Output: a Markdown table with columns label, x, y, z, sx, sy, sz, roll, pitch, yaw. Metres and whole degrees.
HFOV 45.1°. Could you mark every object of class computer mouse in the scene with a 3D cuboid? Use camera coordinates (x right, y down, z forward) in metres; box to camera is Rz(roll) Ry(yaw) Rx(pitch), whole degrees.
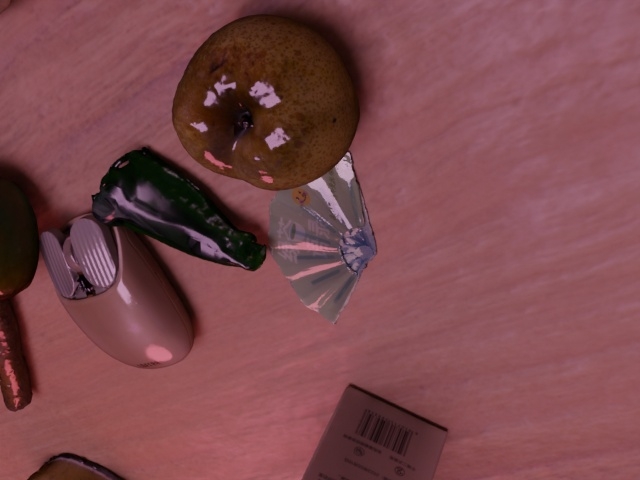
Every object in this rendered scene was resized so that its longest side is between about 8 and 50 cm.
| label | x | y | z | sx | sy | sz | roll | pitch | yaw |
| --- | --- | --- | --- | --- | --- | --- | --- | --- | --- |
| computer mouse | -0.260 | 0.073 | 0.988 | 0.145 | 0.082 | 0.236 | -12 | 118 | 32 |

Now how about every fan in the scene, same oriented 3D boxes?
| label | x | y | z | sx | sy | sz | roll | pitch | yaw |
| --- | --- | --- | --- | --- | --- | --- | --- | --- | --- |
| fan | 0.000 | 0.000 | 0.861 | 0.131 | 0.009 | 0.240 | 16 | 129 | 18 |

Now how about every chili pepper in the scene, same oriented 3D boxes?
| label | x | y | z | sx | sy | sz | roll | pitch | yaw |
| --- | --- | --- | --- | --- | --- | --- | --- | --- | --- |
| chili pepper | -0.159 | -0.026 | 0.883 | 0.216 | 0.062 | 0.108 | 23 | 130 | 7 |

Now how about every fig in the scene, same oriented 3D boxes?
| label | x | y | z | sx | sy | sz | roll | pitch | yaw |
| --- | --- | --- | --- | --- | --- | --- | --- | --- | --- |
| fig | -0.442 | 0.005 | 0.960 | 0.181 | 0.191 | 0.181 | 22 | 170 | 4 |

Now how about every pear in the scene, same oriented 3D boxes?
| label | x | y | z | sx | sy | sz | roll | pitch | yaw |
| --- | --- | --- | --- | --- | --- | --- | --- | --- | --- |
| pear | -0.047 | -0.124 | 0.710 | 0.167 | 0.136 | 0.167 | 5 | 108 | 14 |

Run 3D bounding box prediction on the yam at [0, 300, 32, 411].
| label | x | y | z | sx | sy | sz | roll | pitch | yaw |
| --- | --- | --- | --- | --- | --- | --- | --- | --- | --- |
| yam | -0.481 | 0.169 | 1.177 | 0.057 | 0.057 | 0.241 | 17 | 130 | 14 |

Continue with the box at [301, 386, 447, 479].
| label | x | y | z | sx | sy | sz | roll | pitch | yaw |
| --- | --- | --- | --- | --- | --- | --- | --- | --- | --- |
| box | 0.012 | 0.376 | 0.902 | 0.143 | 0.341 | 0.225 | 24 | 130 | 10 |

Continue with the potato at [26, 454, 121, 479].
| label | x | y | z | sx | sy | sz | roll | pitch | yaw |
| --- | --- | --- | --- | --- | --- | --- | --- | --- | --- |
| potato | -0.407 | 0.535 | 1.314 | 0.247 | 0.196 | 0.299 | -19 | 111 | 33 |

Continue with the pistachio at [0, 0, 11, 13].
| label | x | y | z | sx | sy | sz | roll | pitch | yaw |
| --- | --- | --- | --- | --- | --- | --- | --- | --- | --- |
| pistachio | -0.409 | -0.278 | 0.786 | 0.223 | 0.126 | 0.152 | -8 | 153 | 24 |
